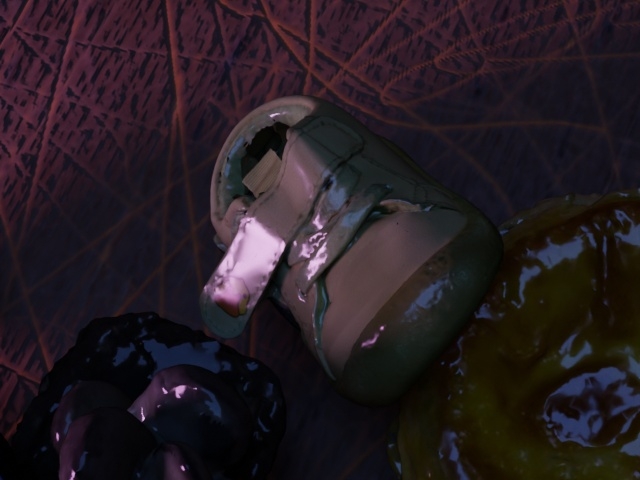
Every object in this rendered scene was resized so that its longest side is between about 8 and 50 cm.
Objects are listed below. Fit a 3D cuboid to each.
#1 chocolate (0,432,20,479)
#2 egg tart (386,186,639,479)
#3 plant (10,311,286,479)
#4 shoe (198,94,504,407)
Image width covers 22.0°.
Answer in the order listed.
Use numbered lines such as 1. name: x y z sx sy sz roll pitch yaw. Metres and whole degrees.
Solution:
1. chocolate: -0.239 0.084 0.938 0.148 0.126 0.343 -40 36 4
2. egg tart: 0.184 0.108 0.954 0.294 0.116 0.295 -2 68 6
3. plant: -0.093 0.123 0.894 0.146 0.274 0.149 18 93 -11
4. shoe: 0.006 0.004 0.974 0.128 0.262 0.140 20 109 -19
